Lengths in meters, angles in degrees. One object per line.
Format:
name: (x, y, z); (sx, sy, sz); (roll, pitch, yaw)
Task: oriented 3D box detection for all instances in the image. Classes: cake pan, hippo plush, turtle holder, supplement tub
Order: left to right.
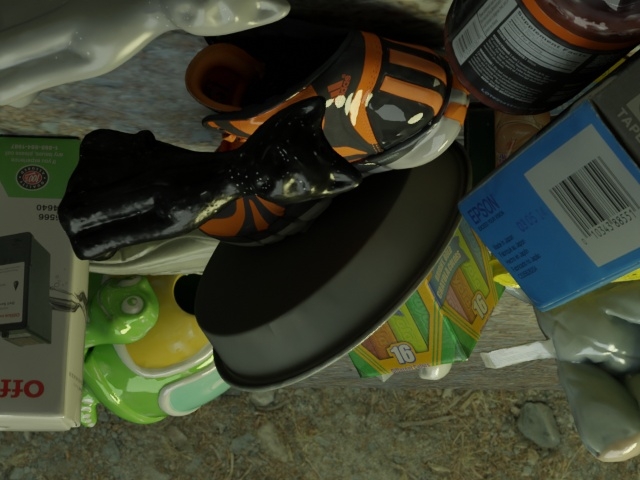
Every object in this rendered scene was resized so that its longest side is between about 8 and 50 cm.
turtle holder: (-0.194, 0.077, 1.571); (0.227, 0.243, 0.320); (-17, 144, 17)
cake pan: (0.000, 0.000, 1.153); (0.054, 0.293, 0.293); (46, 145, -24)
supplement tub: (0.150, -0.151, 0.789); (0.106, 0.106, 0.198); (4, 166, -13)
hippo plush: (0.357, 0.115, 1.525); (0.294, 0.234, 0.236); (-1, -172, 23)

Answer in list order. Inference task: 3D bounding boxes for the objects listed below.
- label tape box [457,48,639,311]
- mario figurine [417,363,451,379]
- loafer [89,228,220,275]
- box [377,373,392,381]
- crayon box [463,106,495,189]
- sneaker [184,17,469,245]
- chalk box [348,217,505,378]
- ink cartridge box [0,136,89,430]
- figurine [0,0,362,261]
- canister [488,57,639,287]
label tape box: (0.273, -0.108, 0.872); (0.333, 0.106, 0.240); (-38, 177, -18)
mario figurine: (0.072, 0.071, 1.584); (0.170, 0.198, 0.320); (-11, 164, -5)
loafer: (-0.149, -0.007, 1.417); (0.319, 0.112, 0.111); (-2, 158, 11)
box: (0.011, 0.064, 1.525); (0.186, 0.038, 0.145); (37, 156, 31)
crayon box: (0.255, -0.049, 1.273); (0.202, 0.081, 0.318); (-2, 166, 12)
sneaker: (-0.051, -0.096, 1.055); (0.180, 0.124, 0.321); (16, 150, -36)
chalk box: (0.070, 0.009, 1.320); (0.132, 0.213, 0.132); (-14, -155, 35)
ink cartridge box: (-0.330, 0.043, 1.284); (0.198, 0.273, 0.115); (1, 167, -4)
figurine: (-0.100, -0.101, 0.892); (0.209, 0.092, 0.215); (-11, 121, 22)
canister: (0.199, -0.053, 1.062); (0.126, 0.170, 0.073); (-7, 165, 29)
